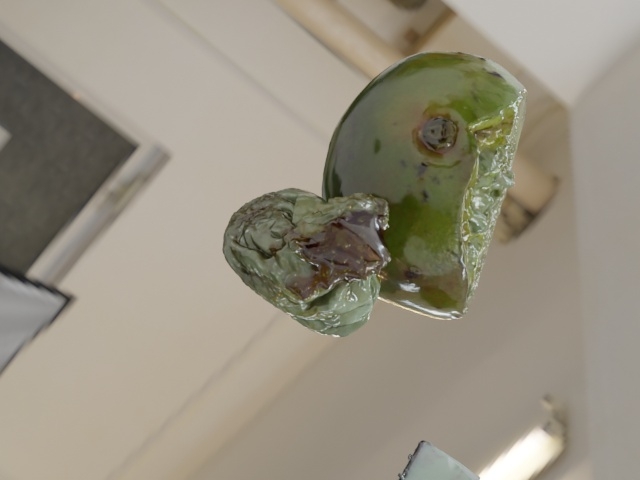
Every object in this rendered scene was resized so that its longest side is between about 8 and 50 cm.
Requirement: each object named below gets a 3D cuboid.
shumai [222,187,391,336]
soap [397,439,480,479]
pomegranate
[{"bbox_3d":[-0.003,-0.005,1.508,0.142,0.184,0.184,-45,-165,25],"label":"shumai"},{"bbox_3d":[0.103,0.340,1.702,0.145,0.091,0.230,-63,174,21],"label":"soap"},{"bbox_3d":[0.111,-0.061,1.742,0.358,0.216,0.310,92,12,-72],"label":"pomegranate"}]
